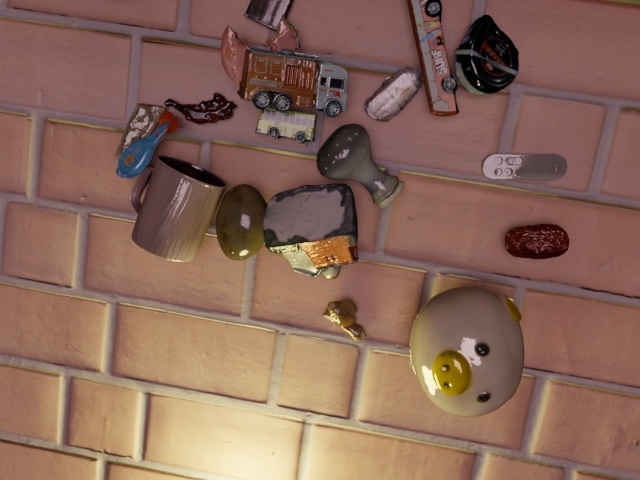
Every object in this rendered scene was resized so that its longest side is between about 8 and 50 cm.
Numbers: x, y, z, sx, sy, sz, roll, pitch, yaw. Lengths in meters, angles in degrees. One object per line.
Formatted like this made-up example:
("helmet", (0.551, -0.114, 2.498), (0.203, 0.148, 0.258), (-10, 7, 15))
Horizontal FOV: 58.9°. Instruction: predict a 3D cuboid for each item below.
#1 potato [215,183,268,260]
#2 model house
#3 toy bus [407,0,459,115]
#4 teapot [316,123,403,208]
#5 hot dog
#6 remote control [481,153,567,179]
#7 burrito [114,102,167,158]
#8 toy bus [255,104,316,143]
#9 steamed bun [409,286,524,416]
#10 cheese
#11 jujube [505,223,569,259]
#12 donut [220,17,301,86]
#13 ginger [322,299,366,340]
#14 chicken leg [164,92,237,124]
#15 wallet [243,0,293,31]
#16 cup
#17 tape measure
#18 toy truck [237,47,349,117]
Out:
("potato", (-0.236, -0.052, 1.709), (0.160, 0.178, 0.235), (12, 110, -18))
("model house", (0.000, 0.000, 1.697), (0.271, 0.190, 0.301), (-10, 143, 12))
("toy bus", (0.319, -0.554, 1.611), (0.092, 0.093, 0.409), (-11, 98, 15))
("teapot", (0.119, -0.212, 1.658), (0.250, 0.183, 0.183), (39, 101, -15))
("hot dog", (0.215, -0.427, 1.659), (0.099, 0.053, 0.192), (42, 107, -14))
("remote control", (0.602, -0.218, 1.679), (0.244, 0.022, 0.077), (2, 102, 5))
("burrito", (-0.561, -0.331, 1.742), (0.086, 0.060, 0.226), (29, 100, -6))
("toy bus", (-0.100, -0.345, 1.687), (0.174, 0.088, 0.101), (9, 99, 1))
("steamed bun", (0.425, 0.320, 1.646), (0.333, 0.334, 0.374), (-5, 105, 6))
("cheese", (-0.517, -0.282, 1.695), (0.256, 0.037, 0.106), (-44, 68, 4))
("jujube", (0.635, 0.006, 1.669), (0.176, 0.112, 0.109), (-4, 67, 8))
("donut", (-0.171, -0.533, 1.639), (0.232, 0.085, 0.199), (-10, 121, -10))
("ginger", (0.089, 0.243, 1.787), (0.165, 0.067, 0.096), (39, 101, -16))
("chicken leg", (-0.361, -0.397, 1.720), (0.218, 0.048, 0.090), (-5, 96, 6))
("wallet", (-0.126, -0.736, 1.643), (0.124, 0.042, 0.230), (25, 105, -1))
("cup", (-0.454, -0.110, 1.699), (0.288, 0.208, 0.273), (24, 103, -1))
("tape measure", (0.461, -0.500, 1.582), (0.182, 0.107, 0.181), (41, 76, -16))
("toy truck", (-0.071, -0.448, 1.593), (0.305, 0.136, 0.162), (3, 113, -16))
